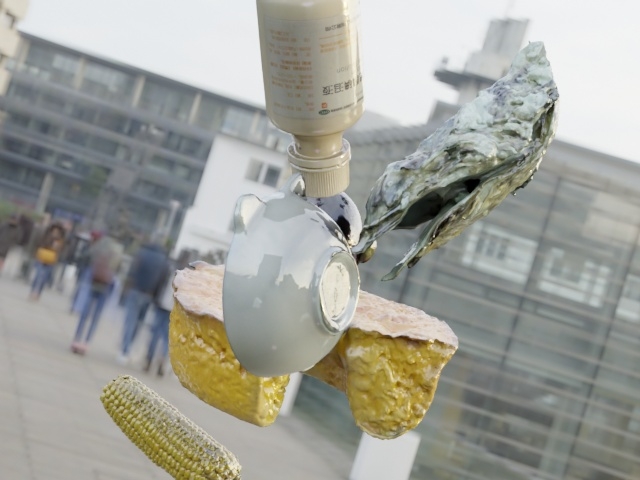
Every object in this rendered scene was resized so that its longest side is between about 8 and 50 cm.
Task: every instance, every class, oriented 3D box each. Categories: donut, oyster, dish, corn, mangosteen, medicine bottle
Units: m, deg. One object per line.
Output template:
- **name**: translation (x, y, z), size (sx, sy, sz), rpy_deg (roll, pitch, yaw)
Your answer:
- **donut**: translation (-0.034, 0.165, 1.918), size (0.434, 0.164, 0.377), rpy_deg (8, 13, -22)
- **oyster**: translation (0.180, -0.092, 1.535), size (0.158, 0.351, 0.162), rpy_deg (37, 5, -19)
- **dish**: translation (-0.010, 0.041, 1.351), size (0.086, 0.228, 0.236), rpy_deg (5, -22, 29)
- **corn**: translation (-0.277, 0.370, 2.316), size (0.317, 0.115, 0.115), rpy_deg (36, 2, 12)
- **mangosteen**: translation (0.000, 0.000, 1.676), size (0.152, 0.153, 0.152), rpy_deg (18, -2, 1)
- **medicine bottle**: translation (-0.007, -0.171, 1.386), size (0.114, 0.252, 0.114), rpy_deg (-3, 29, 2)
